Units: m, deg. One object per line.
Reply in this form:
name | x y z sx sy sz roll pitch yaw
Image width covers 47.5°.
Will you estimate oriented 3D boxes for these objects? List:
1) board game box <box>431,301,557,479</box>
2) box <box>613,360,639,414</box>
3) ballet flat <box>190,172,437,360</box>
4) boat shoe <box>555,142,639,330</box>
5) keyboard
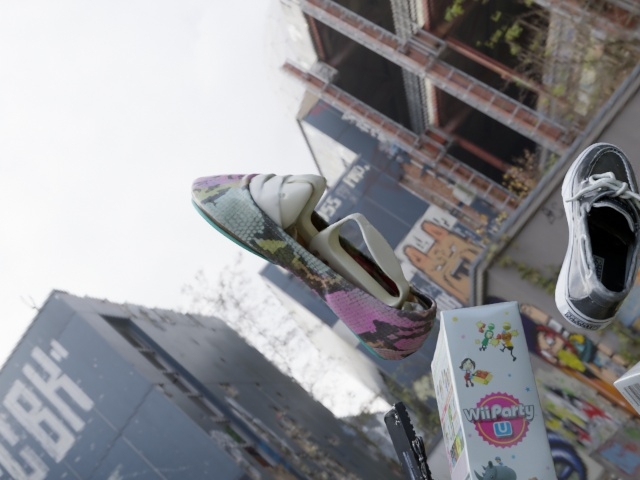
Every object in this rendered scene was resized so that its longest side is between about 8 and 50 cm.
board game box | 0.206 0.256 0.868 0.097 0.304 0.224 -8 -26 1
box | 0.466 0.196 0.955 0.087 0.102 0.101 -36 -16 -10
ballet flat | 0.000 0.000 0.562 0.079 0.221 0.077 -56 -10 32
boat shoe | 0.379 -0.033 0.964 0.105 0.113 0.306 103 -168 -55
keyboard | 0.145 0.333 1.091 0.023 0.180 0.108 -15 -22 -17
